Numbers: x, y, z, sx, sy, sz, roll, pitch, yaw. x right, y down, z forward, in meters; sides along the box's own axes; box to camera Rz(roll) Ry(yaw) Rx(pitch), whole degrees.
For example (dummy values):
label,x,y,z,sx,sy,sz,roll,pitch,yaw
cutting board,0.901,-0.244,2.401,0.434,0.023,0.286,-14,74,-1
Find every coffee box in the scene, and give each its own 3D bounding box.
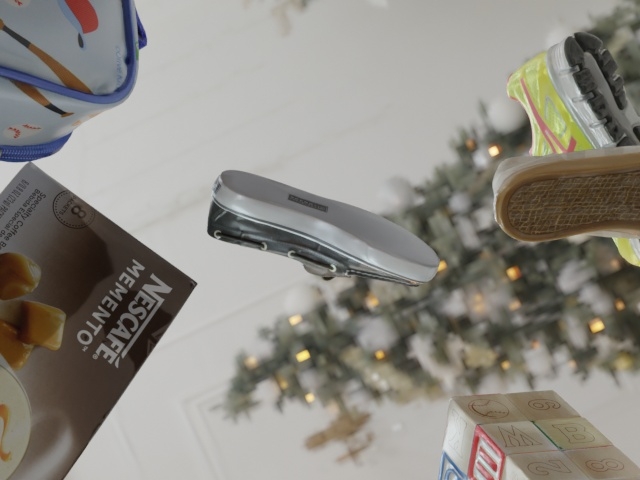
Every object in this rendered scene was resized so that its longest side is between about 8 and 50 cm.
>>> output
label,x,y,z,sx,sy,sz,roll,pitch,yaw
coffee box,-0.206,0.091,0.912,0.141,0.246,0.098,38,145,-6

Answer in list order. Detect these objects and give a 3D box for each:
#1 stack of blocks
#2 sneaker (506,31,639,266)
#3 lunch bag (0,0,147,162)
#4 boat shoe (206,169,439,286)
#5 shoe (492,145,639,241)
label,x,y,z,sx,sy,sz,roll,pitch,yaw
stack of blocks,0.173,0.242,0.960,0.297,0.087,0.171,-134,47,-60
sneaker,0.223,-0.070,1.217,0.094,0.081,0.208,-15,107,43
lunch bag,-0.217,-0.191,0.839,0.243,0.115,0.303,13,-119,-40
boat shoe,0.000,0.000,0.872,0.049,0.142,0.040,-63,-6,-65
shoe,0.224,-0.036,0.997,0.058,0.219,0.076,-95,6,-68
